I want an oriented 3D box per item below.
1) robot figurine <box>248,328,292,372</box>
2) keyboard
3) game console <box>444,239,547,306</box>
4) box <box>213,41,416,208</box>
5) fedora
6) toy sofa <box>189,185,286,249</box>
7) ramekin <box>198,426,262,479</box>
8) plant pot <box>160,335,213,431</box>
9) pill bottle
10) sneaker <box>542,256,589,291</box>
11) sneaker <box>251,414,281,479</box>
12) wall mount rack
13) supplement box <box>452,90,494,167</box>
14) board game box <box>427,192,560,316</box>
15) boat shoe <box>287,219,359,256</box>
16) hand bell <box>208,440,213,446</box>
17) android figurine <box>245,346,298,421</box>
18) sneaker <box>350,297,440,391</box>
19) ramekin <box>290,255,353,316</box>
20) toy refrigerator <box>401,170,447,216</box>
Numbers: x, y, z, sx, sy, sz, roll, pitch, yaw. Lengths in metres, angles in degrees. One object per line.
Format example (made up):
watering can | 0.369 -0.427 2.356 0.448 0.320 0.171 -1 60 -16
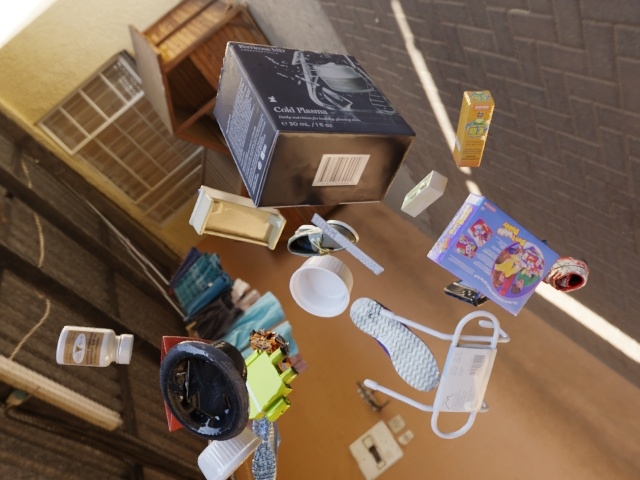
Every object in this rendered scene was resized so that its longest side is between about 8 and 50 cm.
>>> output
robot figurine | -0.219 0.515 2.168 0.211 0.085 0.291 3 127 28
keyboard | 0.078 0.012 1.421 0.256 0.014 0.072 39 167 2
game console | 0.615 0.096 1.723 0.250 0.293 0.173 20 127 59
box | -0.038 -0.375 1.575 0.472 0.479 0.297 61 144 35
fedora | -0.311 0.416 1.428 0.334 0.334 0.152 51 -150 -2
toy sofa | -0.342 -0.091 1.994 0.362 0.150 0.177 13 -161 -36
ramekin | -0.302 0.694 1.585 0.109 0.207 0.207 44 179 13
plant pot | -0.493 0.547 1.926 0.267 0.235 0.267 59 143 44
pill bottle | -0.784 0.374 1.699 0.229 0.131 0.131 8 -165 -16
sneaker | 0.821 0.121 1.760 0.145 0.270 0.090 -43 -56 -55
sneaker | -0.238 0.993 2.305 0.147 0.129 0.330 37 -133 -58
wall mount rack | 0.285 0.302 1.183 0.304 0.350 0.130 6 -163 -11
supplement box | 0.472 -0.342 1.506 0.080 0.078 0.233 -89 -3 -46
board game box | 0.530 0.048 1.477 0.347 0.233 0.078 32 -174 -21
boat shoe | 0.002 0.004 1.578 0.305 0.091 0.109 -3 126 54
hand bell | -0.386 0.657 1.714 0.126 0.126 0.242 -47 -51 -89
android figurine | -0.203 0.504 1.680 0.248 0.273 0.056 49 -172 36
sneaker | 0.214 0.266 1.289 0.293 0.102 0.146 48 -171 24
ramekin | 0.014 0.197 2.185 0.277 0.277 0.135 50 -145 -12
toy refrigerator | 0.506 -0.228 2.393 0.094 0.102 0.269 29 152 -8
